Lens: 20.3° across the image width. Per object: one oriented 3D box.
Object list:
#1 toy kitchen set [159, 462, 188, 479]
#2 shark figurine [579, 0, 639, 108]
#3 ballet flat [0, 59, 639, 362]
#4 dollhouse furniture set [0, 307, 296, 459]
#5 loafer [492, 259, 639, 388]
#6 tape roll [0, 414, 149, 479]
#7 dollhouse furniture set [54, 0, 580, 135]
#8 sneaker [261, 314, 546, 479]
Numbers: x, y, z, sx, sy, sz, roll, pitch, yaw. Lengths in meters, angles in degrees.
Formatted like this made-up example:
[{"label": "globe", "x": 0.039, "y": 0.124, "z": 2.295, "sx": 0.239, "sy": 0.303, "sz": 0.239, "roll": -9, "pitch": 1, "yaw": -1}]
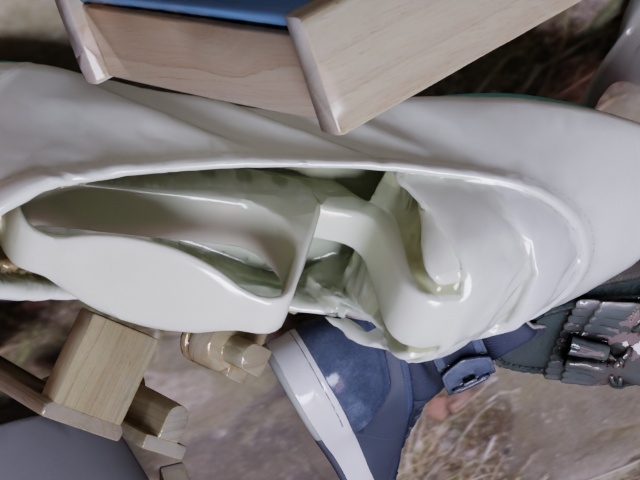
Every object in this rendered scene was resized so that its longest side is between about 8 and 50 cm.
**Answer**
[{"label": "toy kitchen set", "x": -0.059, "y": 0.191, "z": 1.195, "sx": 0.083, "sy": 0.068, "sz": 0.075, "roll": -12, "pitch": 142, "yaw": -16}, {"label": "shark figurine", "x": 0.232, "y": -0.138, "z": 0.892, "sx": 0.278, "sy": 0.116, "sz": 0.166, "roll": -14, "pitch": 113, "yaw": 31}, {"label": "ballet flat", "x": 0.000, "y": 0.000, "z": 0.869, "sx": 0.400, "sy": 0.139, "sz": 0.139, "roll": 5, "pitch": 137, "yaw": -15}, {"label": "dollhouse furniture set", "x": -0.108, "y": 0.027, "z": 1.000, "sx": 0.144, "sy": 0.123, "sz": 0.151, "roll": 28, "pitch": 85, "yaw": -47}, {"label": "loafer", "x": 0.230, "y": 0.055, "z": 1.166, "sx": 0.268, "sy": 0.084, "sz": 0.096, "roll": -7, "pitch": 141, "yaw": -21}, {"label": "tape roll", "x": -0.198, "y": 0.202, "z": 1.090, "sx": 0.219, "sy": 0.072, "sz": 0.219, "roll": -28, "pitch": 151, "yaw": -17}, {"label": "dollhouse furniture set", "x": -0.003, "y": -0.236, "z": 0.700, "sx": 0.286, "sy": 0.198, "sz": 0.303, "roll": -31, "pitch": 116, "yaw": -26}, {"label": "sneaker", "x": 0.064, "y": 0.083, "z": 1.115, "sx": 0.163, "sy": 0.086, "sz": 0.226, "roll": -32, "pitch": 156, "yaw": -5}]
